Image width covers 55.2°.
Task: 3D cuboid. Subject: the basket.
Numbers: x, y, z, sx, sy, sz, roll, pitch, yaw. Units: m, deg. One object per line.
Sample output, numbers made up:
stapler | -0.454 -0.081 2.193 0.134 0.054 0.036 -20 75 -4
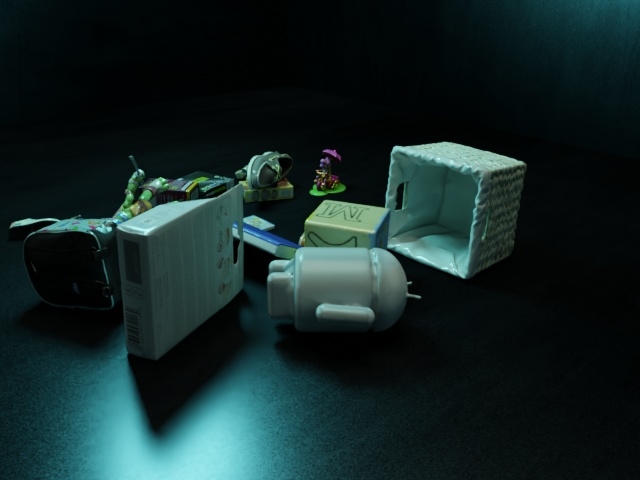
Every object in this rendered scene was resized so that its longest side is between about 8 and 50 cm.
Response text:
basket | 0.399 -0.107 1.820 0.266 0.329 0.331 -17 29 -39

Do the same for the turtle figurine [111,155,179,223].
turtle figurine | -0.526 -0.127 1.964 0.197 0.275 0.266 31 21 1

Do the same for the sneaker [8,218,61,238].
sneaker | -0.903 -0.050 1.946 0.161 0.057 0.075 -10 32 -18

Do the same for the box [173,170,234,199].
box | -0.459 -0.212 2.355 0.184 0.045 0.190 16 27 25

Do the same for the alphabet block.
alphabet block | 0.075 0.013 1.700 0.197 0.193 0.193 10 23 15

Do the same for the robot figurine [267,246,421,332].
robot figurine | 0.052 0.116 1.446 0.353 0.200 0.300 1 25 -1

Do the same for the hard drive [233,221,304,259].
hard drive | -0.189 -0.011 1.792 0.318 0.040 0.210 22 3 32

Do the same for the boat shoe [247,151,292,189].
boat shoe | -0.186 -0.261 2.272 0.096 0.117 0.324 4 19 11

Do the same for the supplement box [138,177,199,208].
supplement box | -0.541 -0.165 2.197 0.188 0.081 0.104 5 24 7

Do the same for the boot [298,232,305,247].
boot | 0.000 0.000 1.888 0.084 0.059 0.157 24 31 32

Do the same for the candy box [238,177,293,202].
candy box | -0.206 -0.192 2.313 0.186 0.053 0.109 -8 26 -18

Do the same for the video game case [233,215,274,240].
video game case | -0.251 -0.042 2.017 0.166 0.015 0.119 -20 32 -38

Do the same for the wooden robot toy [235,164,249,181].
wooden robot toy | -0.277 -0.254 2.435 0.173 0.076 0.079 14 38 27

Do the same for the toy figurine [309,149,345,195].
toy figurine | 0.024 -0.271 2.371 0.130 0.159 0.173 17 29 32

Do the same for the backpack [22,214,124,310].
backpack | -0.600 0.053 1.530 0.253 0.225 0.191 -3 19 15

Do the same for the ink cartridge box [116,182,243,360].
ink cartridge box | -0.311 0.051 1.440 0.091 0.309 0.385 12 26 20
